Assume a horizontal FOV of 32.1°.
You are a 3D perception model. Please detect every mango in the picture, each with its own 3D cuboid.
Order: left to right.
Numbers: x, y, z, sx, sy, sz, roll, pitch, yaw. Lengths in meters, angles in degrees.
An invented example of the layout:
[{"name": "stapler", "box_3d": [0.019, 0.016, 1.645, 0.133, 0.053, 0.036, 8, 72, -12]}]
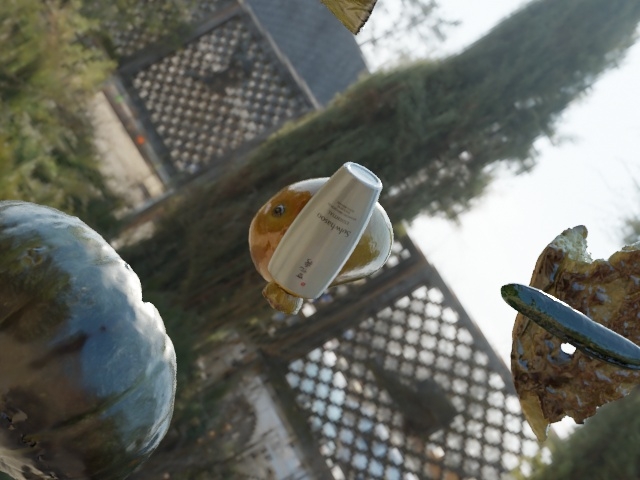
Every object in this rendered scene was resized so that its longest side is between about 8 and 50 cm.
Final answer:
[{"name": "mango", "box_3d": [0.007, -0.012, 1.702, 0.139, 0.255, 0.175, 38, -55, 40]}]

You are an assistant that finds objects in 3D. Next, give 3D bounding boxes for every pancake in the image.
[{"name": "pancake", "box_3d": [0.302, 0.100, 1.310, 0.212, 0.257, 0.056, 46, 8, -17]}]

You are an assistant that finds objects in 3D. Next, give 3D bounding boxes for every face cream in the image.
[{"name": "face cream", "box_3d": [0.000, 0.000, 1.196, 0.072, 0.182, 0.051, 31, 25, -6]}]

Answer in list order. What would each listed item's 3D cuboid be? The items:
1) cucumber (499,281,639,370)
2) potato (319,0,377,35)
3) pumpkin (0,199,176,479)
[{"name": "cucumber", "box_3d": [0.249, 0.088, 1.076, 0.184, 0.033, 0.036, 29, 48, -18]}, {"name": "potato", "box_3d": [-0.005, -0.435, 1.228, 0.296, 0.290, 0.397, 27, -2, -6]}, {"name": "pumpkin", "box_3d": [-0.211, 0.083, 0.803, 0.238, 0.159, 0.238, 32, -36, 27]}]
